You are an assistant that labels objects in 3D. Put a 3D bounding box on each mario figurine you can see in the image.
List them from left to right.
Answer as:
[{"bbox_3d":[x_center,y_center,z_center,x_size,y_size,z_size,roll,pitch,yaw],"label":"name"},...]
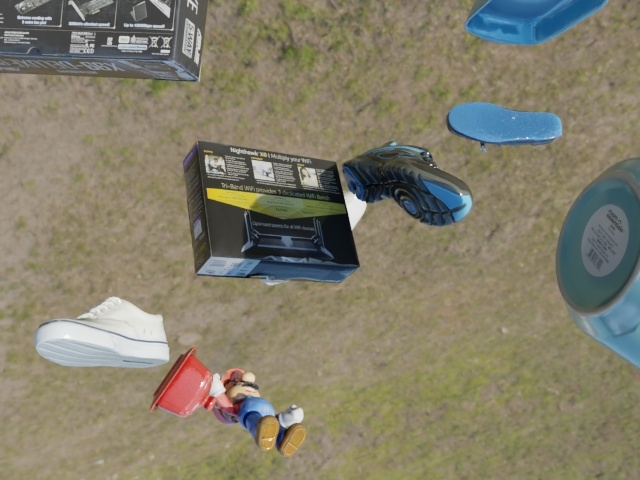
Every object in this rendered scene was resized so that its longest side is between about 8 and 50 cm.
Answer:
[{"bbox_3d":[-0.163,0.392,1.825,0.170,0.321,0.198,-35,120,-22],"label":"mario figurine"}]

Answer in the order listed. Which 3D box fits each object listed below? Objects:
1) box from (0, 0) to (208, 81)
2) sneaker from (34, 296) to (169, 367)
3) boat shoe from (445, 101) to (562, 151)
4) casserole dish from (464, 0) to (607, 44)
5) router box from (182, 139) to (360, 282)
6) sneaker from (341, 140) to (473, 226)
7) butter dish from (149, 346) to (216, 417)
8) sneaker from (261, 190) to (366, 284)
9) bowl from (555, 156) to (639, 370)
[{"bbox_3d":[-0.270,-0.300,0.783,0.308,0.242,0.076,4,177,11],"label":"box"},{"bbox_3d":[-0.313,0.129,1.070,0.094,0.091,0.258,-18,161,16],"label":"sneaker"},{"bbox_3d":[0.396,-0.237,1.641,0.258,0.109,0.089,10,168,-7],"label":"boat shoe"},{"bbox_3d":[0.240,-0.271,0.843,0.114,0.037,0.188,8,174,-13],"label":"casserole dish"},{"bbox_3d":[-0.093,-0.050,1.408,0.309,0.242,0.081,6,150,-30],"label":"router box"},{"bbox_3d":[0.178,-0.129,1.415,0.140,0.341,0.125,-36,122,-19],"label":"sneaker"},{"bbox_3d":[-0.277,0.320,1.587,0.160,0.118,0.160,-57,180,-16],"label":"butter dish"},{"bbox_3d":[0.000,0.000,1.628,0.297,0.111,0.129,-43,-158,-18],"label":"sneaker"},{"bbox_3d":[0.406,0.022,0.908,0.163,0.311,0.311,11,147,-14],"label":"bowl"}]
